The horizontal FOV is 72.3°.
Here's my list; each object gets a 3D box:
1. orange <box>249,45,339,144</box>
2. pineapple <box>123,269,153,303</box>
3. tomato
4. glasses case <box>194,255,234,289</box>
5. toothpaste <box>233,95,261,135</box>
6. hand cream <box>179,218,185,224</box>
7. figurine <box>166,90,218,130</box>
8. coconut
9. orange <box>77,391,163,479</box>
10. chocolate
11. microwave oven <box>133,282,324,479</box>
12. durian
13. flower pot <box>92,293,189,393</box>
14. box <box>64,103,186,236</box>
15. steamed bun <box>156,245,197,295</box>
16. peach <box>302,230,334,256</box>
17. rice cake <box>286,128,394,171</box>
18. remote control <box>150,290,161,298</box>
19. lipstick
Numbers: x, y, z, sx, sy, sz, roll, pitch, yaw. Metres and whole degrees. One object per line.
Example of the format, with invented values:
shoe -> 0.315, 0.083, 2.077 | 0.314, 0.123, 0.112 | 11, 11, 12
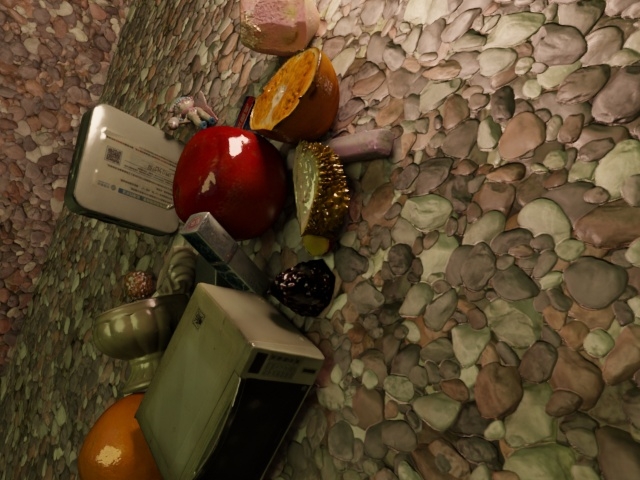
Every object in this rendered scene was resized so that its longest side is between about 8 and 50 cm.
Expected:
orange -> -0.072, -0.382, 1.179 | 0.310, 0.274, 0.274 | 113, 168, -82
pineapple -> -0.681, 0.214, 1.653 | 0.108, 0.108, 0.198 | -23, 72, 36
tomato -> -0.256, -0.160, 1.254 | 0.290, 0.293, 0.325 | -41, 42, 46
glasses case -> -0.328, 0.185, 1.344 | 0.131, 0.074, 0.323 | -21, 63, 36
toothpaste -> -0.263, -0.311, 1.449 | 0.066, 0.076, 0.321 | 25, 93, 47
hand cream -> -0.455, -0.100, 1.591 | 0.143, 0.039, 0.061 | -24, 54, 25
figurine -> -0.502, -0.470, 1.697 | 0.205, 0.103, 0.260 | -45, 50, -10
coconut -> -0.124, -0.677, 1.339 | 0.233, 0.245, 0.233 | -179, 90, -79
orange -> -0.497, 0.582, 1.215 | 0.312, 0.312, 0.312 | -16, 66, 39
chocolate -> -0.061, 0.113, 1.082 | 0.156, 0.133, 0.156 | -13, 70, 38
microwave oven -> -0.217, 0.359, 1.064 | 0.333, 0.247, 0.394 | 34, 100, 45
durian -> -0.002, -0.135, 1.103 | 0.137, 0.183, 0.250 | -9, 84, -2
flower pot -> -0.520, 0.318, 1.342 | 0.307, 0.307, 0.244 | -25, 76, 35
box -> -0.682, -0.240, 1.594 | 0.111, 0.396, 0.397 | -11, 68, 38
steamed bun -> -0.464, 0.112, 1.442 | 0.183, 0.106, 0.183 | -44, 35, 43
peach -> 0.000, 0.000, 1.117 | 0.083, 0.050, 0.077 | -40, 76, 38
rice cake -> 0.035, -0.232, 1.162 | 0.365, 0.056, 0.073 | -2, 73, 42
remote control -> -0.549, 0.185, 1.571 | 0.221, 0.042, 0.078 | -44, 50, 22
lipstick -> -0.245, 0.049, 1.168 | 0.077, 0.290, 0.076 | -7, 46, 33
